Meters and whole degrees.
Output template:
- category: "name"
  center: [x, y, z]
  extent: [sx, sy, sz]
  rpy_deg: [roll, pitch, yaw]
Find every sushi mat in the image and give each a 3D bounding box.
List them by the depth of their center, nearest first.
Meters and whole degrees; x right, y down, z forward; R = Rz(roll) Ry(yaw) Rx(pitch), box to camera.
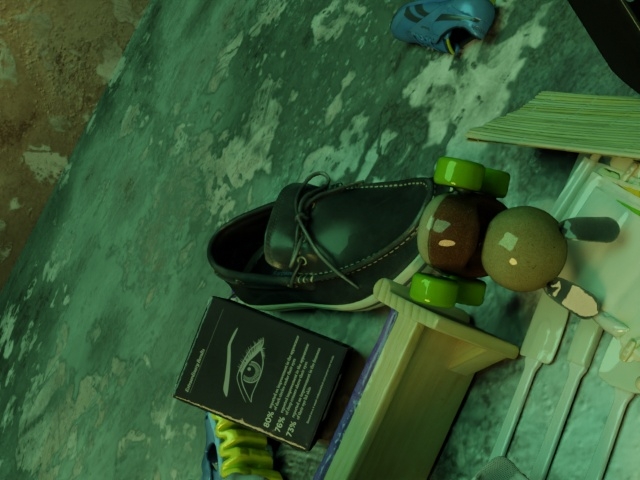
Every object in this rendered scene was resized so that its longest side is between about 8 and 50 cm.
- category: "sushi mat"
  center: [0.316, -0.128, 0.832]
  extent: [0.151, 0.019, 0.317]
  rpy_deg: [-30, 26, -24]

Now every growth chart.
- category: "growth chart"
  center: [0.303, 0.009, 0.763]
  extent: [0.172, 0.021, 0.237]
  rpy_deg: [-55, 36, 20]

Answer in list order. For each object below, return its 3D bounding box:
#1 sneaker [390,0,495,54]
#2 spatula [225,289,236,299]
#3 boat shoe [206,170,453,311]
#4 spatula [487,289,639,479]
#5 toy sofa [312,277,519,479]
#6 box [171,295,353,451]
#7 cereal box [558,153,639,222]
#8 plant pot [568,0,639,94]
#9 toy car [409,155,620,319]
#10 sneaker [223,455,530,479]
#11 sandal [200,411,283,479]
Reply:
- category: "sneaker"
  center: [0.175, -0.322, 1.177]
  extent: [0.209, 0.069, 0.082]
  rpy_deg: [4, 77, 54]
- category: "spatula"
  center: [-0.159, 0.110, 1.325]
  extent: [0.084, 0.030, 0.296]
  rpy_deg: [-42, 14, 32]
- category: "boat shoe"
  center: [0.000, 0.000, 1.123]
  extent: [0.500, 0.156, 0.186]
  rpy_deg: [-15, 47, 49]
- category: "spatula"
  center: [0.257, 0.176, 0.811]
  extent: [0.168, 0.019, 0.242]
  rpy_deg: [16, 83, 55]
- category: "toy sofa"
  center: [0.063, 0.234, 0.914]
  extent: [0.177, 0.150, 0.362]
  rpy_deg: [27, 94, 55]
- category: "box"
  center: [-0.078, 0.182, 1.079]
  extent: [0.108, 0.207, 0.153]
  rpy_deg: [48, -116, -81]
- category: "cereal box"
  center: [0.346, -0.018, 0.782]
  extent: [0.240, 0.047, 0.173]
  rpy_deg: [26, 92, 57]
- category: "plant pot"
  center: [0.358, -0.252, 0.771]
  extent: [0.188, 0.187, 0.167]
  rpy_deg: [-40, 19, 2]
- category: "toy car"
  center: [0.209, 0.007, 0.803]
  extent: [0.188, 0.149, 0.155]
  rpy_deg: [15, 96, 33]
- category: "sneaker"
  center: [0.090, 0.280, 0.737]
  extent: [0.210, 0.366, 0.137]
  rpy_deg: [-58, -4, -1]
- category: "sandal"
  center: [-0.142, 0.311, 1.179]
  extent: [0.138, 0.126, 0.317]
  rpy_deg: [-45, 38, 34]
